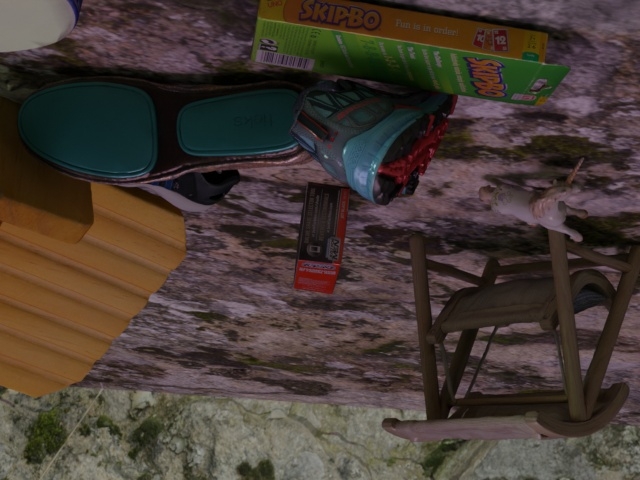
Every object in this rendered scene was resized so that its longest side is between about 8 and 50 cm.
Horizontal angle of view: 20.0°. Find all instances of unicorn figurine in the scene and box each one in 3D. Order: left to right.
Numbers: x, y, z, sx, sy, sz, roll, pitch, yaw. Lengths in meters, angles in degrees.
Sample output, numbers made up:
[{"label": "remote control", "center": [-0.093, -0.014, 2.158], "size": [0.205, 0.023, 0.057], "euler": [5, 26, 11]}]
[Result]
[{"label": "unicorn figurine", "center": [0.232, -0.037, 1.899], "size": [0.162, 0.060, 0.111], "euler": [-4, 163, 40]}]

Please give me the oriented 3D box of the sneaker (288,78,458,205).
[{"label": "sneaker", "center": [0.043, -0.108, 1.610], "size": [0.125, 0.104, 0.262], "euler": [29, -170, 8]}]

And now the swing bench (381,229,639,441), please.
[{"label": "swing bench", "center": [0.227, 0.120, 2.143], "size": [0.165, 0.255, 0.253], "euler": [18, 164, -38]}]

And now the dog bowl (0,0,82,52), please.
[{"label": "dog bowl", "center": [-0.294, -0.227, 1.299], "size": [0.265, 0.104, 0.265], "euler": [8, 167, 2]}]

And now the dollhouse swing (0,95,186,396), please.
[{"label": "dollhouse swing", "center": [-0.312, 0.085, 1.924], "size": [0.305, 0.347, 0.315], "euler": [33, -161, -25]}]

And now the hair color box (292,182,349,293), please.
[{"label": "hair color box", "center": [0.000, 0.000, 2.123], "size": [0.053, 0.093, 0.167], "euler": [7, 168, 0]}]

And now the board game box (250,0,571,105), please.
[{"label": "board game box", "center": [0.074, -0.159, 1.525], "size": [0.259, 0.039, 0.124], "euler": [11, 168, -3]}]

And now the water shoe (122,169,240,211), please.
[{"label": "water shoe", "center": [-0.171, -0.095, 1.919], "size": [0.080, 0.073, 0.203], "euler": [-33, 145, 29]}]

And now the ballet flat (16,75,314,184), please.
[{"label": "ballet flat", "center": [-0.136, -0.103, 1.758], "size": [0.316, 0.107, 0.106], "euler": [4, 180, 18]}]
